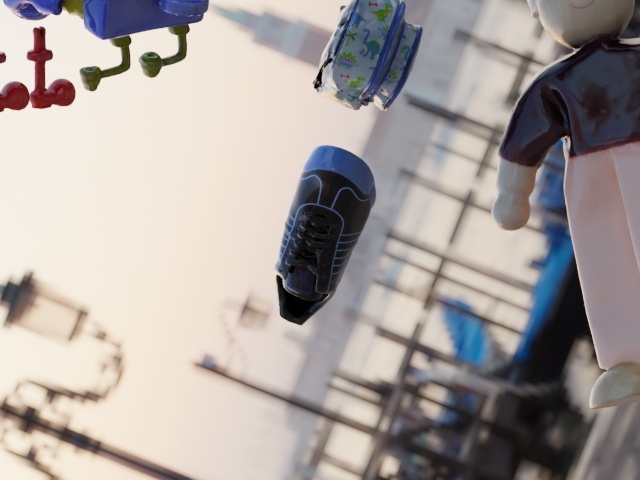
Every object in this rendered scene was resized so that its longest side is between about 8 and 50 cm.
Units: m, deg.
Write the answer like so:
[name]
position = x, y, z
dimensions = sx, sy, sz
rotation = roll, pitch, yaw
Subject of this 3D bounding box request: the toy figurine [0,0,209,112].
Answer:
[toy figurine]
position = -0.149, -0.179, 1.487
dimensions = 0.362, 0.217, 0.191
rotation = -15, -67, -47

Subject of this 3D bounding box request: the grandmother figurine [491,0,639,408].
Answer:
[grandmother figurine]
position = 0.216, -0.066, 1.351
dimensions = 0.104, 0.207, 0.342
rotation = 89, 167, -80

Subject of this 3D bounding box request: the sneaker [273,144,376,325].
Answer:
[sneaker]
position = 0.000, 0.000, 1.955
dimensions = 0.232, 0.081, 0.090
rotation = 99, -169, -57

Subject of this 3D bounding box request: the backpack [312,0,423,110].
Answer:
[backpack]
position = 0.048, -0.180, 1.823
dimensions = 0.114, 0.084, 0.105
rotation = 119, 171, -79
